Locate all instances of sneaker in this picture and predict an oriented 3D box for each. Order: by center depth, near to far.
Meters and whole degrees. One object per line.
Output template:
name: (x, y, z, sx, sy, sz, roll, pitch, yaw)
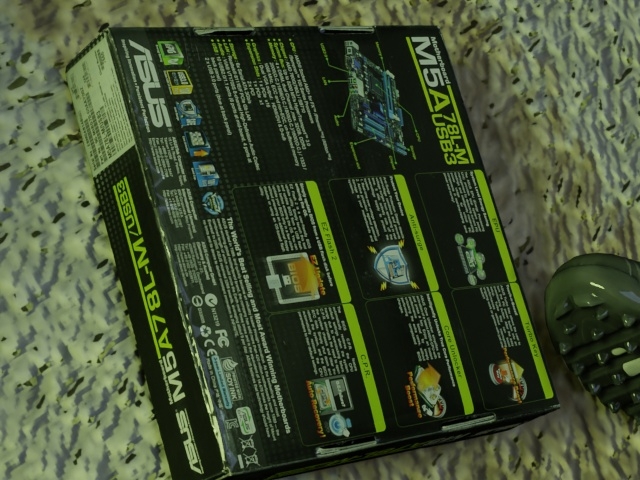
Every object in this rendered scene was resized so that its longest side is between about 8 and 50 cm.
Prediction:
sneaker: (0.197, 0.043, 0.817, 0.234, 0.078, 0.106, 26, 54, -30)

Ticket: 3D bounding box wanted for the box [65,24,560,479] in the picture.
box: (0.000, 0.000, 0.709, 0.184, 0.045, 0.191, -6, 73, -40)
